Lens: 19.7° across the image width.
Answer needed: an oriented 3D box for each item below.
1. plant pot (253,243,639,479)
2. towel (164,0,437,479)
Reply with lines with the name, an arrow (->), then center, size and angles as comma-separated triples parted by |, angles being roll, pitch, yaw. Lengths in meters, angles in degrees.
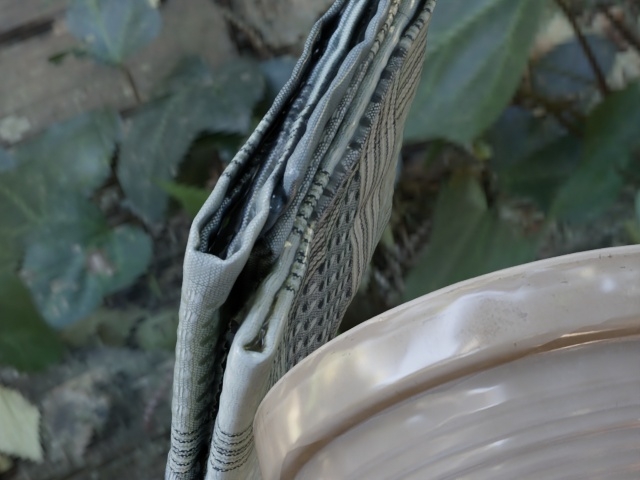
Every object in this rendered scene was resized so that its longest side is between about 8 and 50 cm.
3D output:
plant pot -> 0.100, 0.101, 0.723 | 0.237, 0.237, 0.110 | -14, 64, 2
towel -> 0.000, 0.000, 1.007 | 0.056, 0.324, 0.312 | 22, 54, 10
